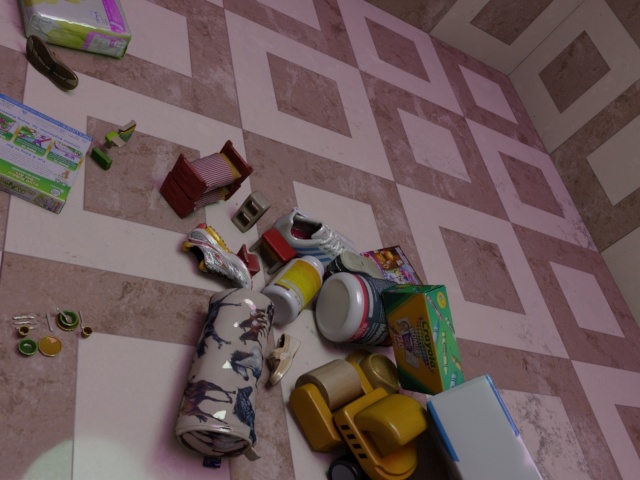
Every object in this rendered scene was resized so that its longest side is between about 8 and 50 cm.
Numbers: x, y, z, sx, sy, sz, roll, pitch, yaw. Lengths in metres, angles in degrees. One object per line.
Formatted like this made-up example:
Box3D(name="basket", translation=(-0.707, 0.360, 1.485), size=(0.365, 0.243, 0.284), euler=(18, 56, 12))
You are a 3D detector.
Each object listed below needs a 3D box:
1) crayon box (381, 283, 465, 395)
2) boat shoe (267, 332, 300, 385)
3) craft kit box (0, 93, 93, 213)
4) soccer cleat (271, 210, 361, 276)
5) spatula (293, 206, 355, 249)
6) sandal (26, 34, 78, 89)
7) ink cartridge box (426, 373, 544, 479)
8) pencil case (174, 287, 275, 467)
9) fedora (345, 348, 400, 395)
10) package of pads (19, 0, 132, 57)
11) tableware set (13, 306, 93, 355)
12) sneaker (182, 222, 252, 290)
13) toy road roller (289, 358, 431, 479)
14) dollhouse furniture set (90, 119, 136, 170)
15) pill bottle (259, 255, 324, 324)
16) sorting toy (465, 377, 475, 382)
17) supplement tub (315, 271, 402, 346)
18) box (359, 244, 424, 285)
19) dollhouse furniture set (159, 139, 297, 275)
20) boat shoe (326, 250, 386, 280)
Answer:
Box3D(name="crayon box", translation=(0.266, 0.254, 1.716), size=(0.081, 0.165, 0.278), euler=(-17, 97, -35))
Box3D(name="boat shoe", translation=(-0.103, 0.294, 1.652), size=(0.059, 0.063, 0.170), euler=(37, 29, -5))
Box3D(name="craft kit box", translation=(-0.700, -0.211, 1.580), size=(0.250, 0.061, 0.246), euler=(26, 39, -22))
Box3D(name="soccer cleat", translation=(0.015, 0.020, 1.930), size=(0.331, 0.143, 0.116), euler=(25, 53, -21))
Box3D(name="spatula", translation=(0.000, 0.000, 2.051), size=(0.242, 0.019, 0.168), euler=(31, 45, -15))
Box3D(name="sandal", translation=(-0.726, -0.481, 1.798), size=(0.180, 0.072, 0.049), euler=(42, 22, -5))
Box3D(name="ink cartridge box", translation=(0.389, 0.518, 1.620), size=(0.395, 0.166, 0.285), euler=(69, -3, -67))
Box3D(name="pencil case", translation=(-0.198, 0.289, 1.486), size=(0.183, 0.160, 0.410), euler=(36, 38, -26))
Box3D(name="fedora", translation=(0.157, 0.370, 1.796), size=(0.194, 0.079, 0.194), euler=(24, 43, -25))
Box3D(name="package of pads", translation=(-0.721, -0.662, 1.940), size=(0.296, 0.101, 0.229), euler=(3, 53, -40))
Box3D(name="tableware set", translation=(-0.551, 0.188, 1.369), size=(0.154, 0.024, 0.104), euler=(0, 56, -43))
Box3D(name="sneaker", translation=(-0.266, 0.066, 1.709), size=(0.225, 0.088, 0.093), euler=(46, 58, 2))
Box3D(name="toy road roller", translation=(0.110, 0.419, 1.576), size=(0.202, 0.240, 0.329), euler=(-14, 66, -48))
Box3D(name="dollhouse furniture set", translation=(-0.532, -0.253, 1.755), size=(0.058, 0.076, 0.152), euler=(42, 48, 1))
Box3D(name="pill bottle", translation=(-0.071, 0.126, 1.785), size=(0.117, 0.117, 0.215), euler=(44, 38, -1))
Box3D(name="sorting toy", translation=(0.476, 0.566, 1.943), size=(0.229, 0.041, 0.307), euler=(-3, 58, -49))
Box3D(name="supplement tub", translation=(0.141, 0.198, 1.850), size=(0.272, 0.191, 0.191), euler=(12, 48, -34))
Box3D(name="box", translation=(0.248, 0.159, 2.092), size=(0.201, 0.057, 0.293), euler=(-10, 63, -46))
Box3D(name="dollhouse furniture set", translation=(-0.230, -0.074, 1.796), size=(0.374, 0.152, 0.201), euler=(49, 38, 6))
Box3D(name="boat shoe", translation=(0.111, 0.094, 1.935), size=(0.233, 0.079, 0.084), euler=(23, 37, -46))
